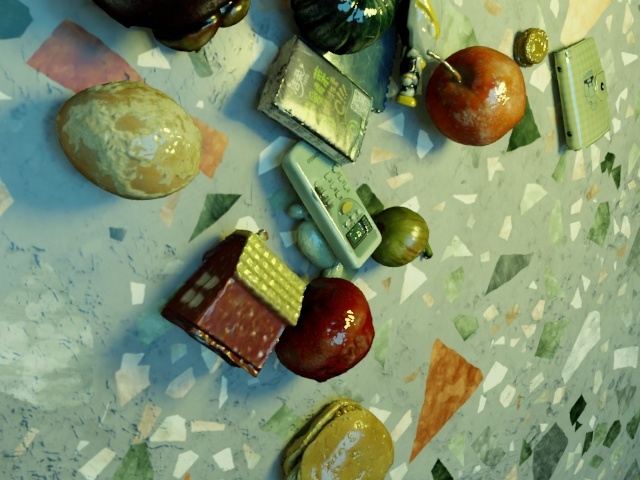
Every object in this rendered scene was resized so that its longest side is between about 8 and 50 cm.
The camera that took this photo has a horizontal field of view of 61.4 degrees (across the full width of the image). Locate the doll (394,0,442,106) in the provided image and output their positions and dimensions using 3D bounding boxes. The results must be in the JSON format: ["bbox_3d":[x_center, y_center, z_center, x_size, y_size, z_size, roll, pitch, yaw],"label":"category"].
[{"bbox_3d":[0.218,-0.470,1.233,0.145,0.103,0.316,-13,116,-49],"label":"doll"}]

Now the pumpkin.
[{"bbox_3d":[0.045,-0.482,1.070,0.220,0.162,0.220,1,89,-38],"label":"pumpkin"}]

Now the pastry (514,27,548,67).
[{"bbox_3d":[0.592,-0.540,1.509,0.097,0.057,0.109,-35,117,-22],"label":"pastry"}]

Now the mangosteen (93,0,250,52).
[{"bbox_3d":[-0.229,-0.454,0.843,0.307,0.307,0.347,-50,152,-15],"label":"mangosteen"}]

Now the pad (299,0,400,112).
[{"bbox_3d":[0.068,-0.444,1.199,0.269,0.012,0.269,6,97,-35],"label":"pad"}]

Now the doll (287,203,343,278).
[{"bbox_3d":[0.000,0.000,1.209,0.103,0.071,0.214,-41,116,-21],"label":"doll"}]

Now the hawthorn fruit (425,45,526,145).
[{"bbox_3d":[0.363,-0.332,1.275,0.263,0.235,0.231,-47,159,-47],"label":"hawthorn fruit"}]

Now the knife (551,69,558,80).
[{"bbox_3d":[0.727,-0.494,1.643,0.091,0.005,0.014,25,87,-35],"label":"knife"}]

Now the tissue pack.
[{"bbox_3d":[-0.001,-0.282,1.115,0.235,0.073,0.173,29,67,-33],"label":"tissue pack"}]

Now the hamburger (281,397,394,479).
[{"bbox_3d":[0.049,0.546,1.322,0.283,0.144,0.259,-47,125,-11],"label":"hamburger"}]

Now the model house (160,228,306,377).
[{"bbox_3d":[-0.151,0.112,1.080,0.196,0.160,0.254,45,73,-32],"label":"model house"}]

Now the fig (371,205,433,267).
[{"bbox_3d":[0.233,0.005,1.332,0.259,0.151,0.151,15,91,-40],"label":"fig"}]

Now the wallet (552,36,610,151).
[{"bbox_3d":[0.813,-0.457,1.669,0.223,0.077,0.309,-29,112,-29],"label":"wallet"}]

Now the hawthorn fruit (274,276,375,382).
[{"bbox_3d":[0.020,0.205,1.197,0.230,0.210,0.266,-52,141,-9],"label":"hawthorn fruit"}]

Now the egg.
[{"bbox_3d":[-0.312,-0.164,0.891,0.233,0.195,0.195,12,93,-13],"label":"egg"}]

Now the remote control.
[{"bbox_3d":[0.029,-0.088,1.173,0.296,0.056,0.140,59,43,-14],"label":"remote control"}]
